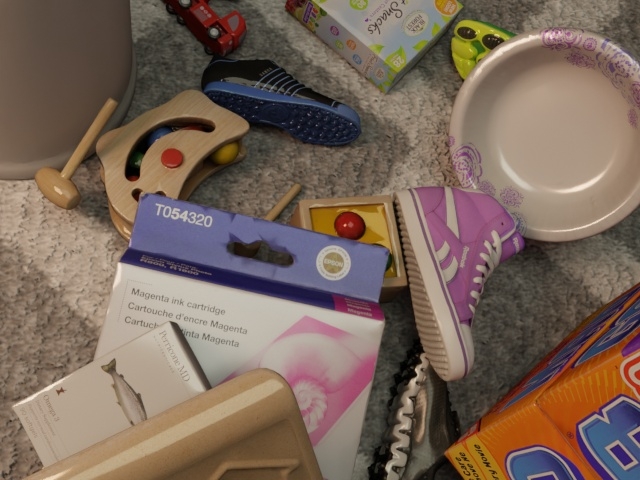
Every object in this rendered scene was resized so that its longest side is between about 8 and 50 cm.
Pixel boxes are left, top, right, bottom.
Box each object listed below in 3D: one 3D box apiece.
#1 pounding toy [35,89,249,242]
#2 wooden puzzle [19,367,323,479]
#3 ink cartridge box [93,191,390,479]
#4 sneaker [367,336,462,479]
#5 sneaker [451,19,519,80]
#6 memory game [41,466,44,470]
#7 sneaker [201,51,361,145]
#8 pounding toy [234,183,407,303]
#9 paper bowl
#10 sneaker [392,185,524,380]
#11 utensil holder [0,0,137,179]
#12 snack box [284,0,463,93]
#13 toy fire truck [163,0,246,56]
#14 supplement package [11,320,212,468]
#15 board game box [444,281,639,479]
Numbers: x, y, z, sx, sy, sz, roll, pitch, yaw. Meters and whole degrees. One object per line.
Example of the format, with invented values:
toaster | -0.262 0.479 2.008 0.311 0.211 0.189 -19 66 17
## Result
pounding toy | -0.206 -0.093 1.086 0.269 0.155 0.154 -34 75 -21
wooden puzzle | -0.144 0.323 0.897 0.322 0.080 0.348 -24 120 -13
ink cartridge box | -0.096 0.132 1.013 0.323 0.071 0.330 12 86 -7
sneaker | 0.138 0.225 1.087 0.106 0.078 0.234 23 68 -9
sneaker | 0.337 -0.256 1.309 0.295 0.109 0.124 23 38 2
memory game | -0.255 0.327 0.995 0.186 0.012 0.186 4 69 -11
sneaker | -0.051 -0.205 1.202 0.232 0.081 0.091 14 55 -13
pounding toy | -0.007 -0.008 1.130 0.205 0.094 0.181 -4 71 -14
paper bowl | 0.330 -0.148 1.183 0.284 0.284 0.148 46 25 7
sneaker | 0.192 0.039 1.080 0.160 0.102 0.282 -4 56 -5
utensil holder | -0.379 -0.296 1.002 0.327 0.385 0.328 4 69 -11
snack box | 0.081 -0.352 1.293 0.207 0.070 0.174 41 66 3
toy fire truck | -0.160 -0.370 1.260 0.135 0.047 0.192 -40 83 -23
supplement package | -0.211 0.172 0.908 0.179 0.105 0.105 -29 85 -7
board game box | 0.439 0.230 0.946 0.356 0.356 0.357 -30 78 -39
